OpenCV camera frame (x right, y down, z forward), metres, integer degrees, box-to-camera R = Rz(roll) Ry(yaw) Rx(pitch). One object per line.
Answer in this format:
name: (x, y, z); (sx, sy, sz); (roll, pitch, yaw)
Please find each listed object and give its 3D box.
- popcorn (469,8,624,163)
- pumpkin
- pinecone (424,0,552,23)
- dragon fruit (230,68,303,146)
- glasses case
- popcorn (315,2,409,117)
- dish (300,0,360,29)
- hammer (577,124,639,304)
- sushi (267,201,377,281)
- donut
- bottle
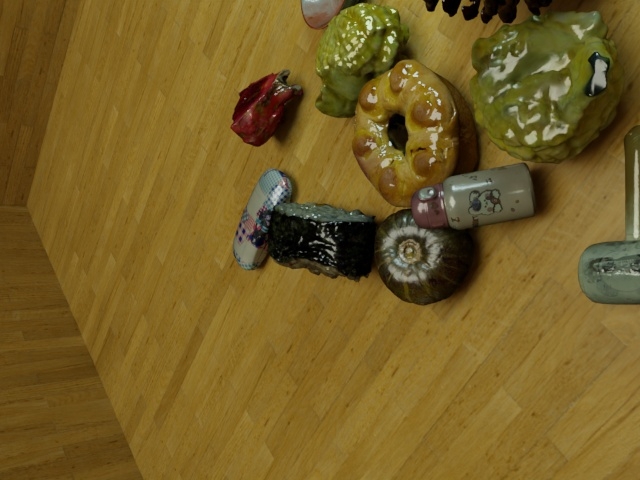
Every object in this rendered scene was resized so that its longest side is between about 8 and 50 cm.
popcorn: (0.400, -0.274, 1.138); (0.293, 0.237, 0.292); (7, 99, 51)
pumpkin: (0.227, 0.036, 1.400); (0.219, 0.162, 0.218); (-6, 76, 24)
pinecone: (0.263, -0.473, 1.067); (0.292, 0.246, 0.246); (2, 92, 38)
dragon fruit: (-0.139, -0.376, 1.812); (0.212, 0.134, 0.262); (-38, 26, 26)
glasses case: (-0.175, -0.059, 1.894); (0.125, 0.076, 0.327); (47, 123, 36)
popcorn: (0.086, -0.446, 1.546); (0.286, 0.174, 0.225); (-45, 43, 51)
dish: (0.048, -0.655, 1.628); (0.260, 0.086, 0.260); (-11, 78, 58)
hammer: (0.537, -0.045, 1.091); (0.202, 0.113, 0.305); (-5, 81, 45)
sushi: (0.000, 0.000, 1.612); (0.350, 0.211, 0.170); (14, 105, 53)
donut: (0.200, -0.230, 1.423); (0.299, 0.150, 0.316); (0, 91, 48)
bottle: (0.296, -0.079, 1.270); (0.234, 0.110, 0.109); (-10, 81, 13)
